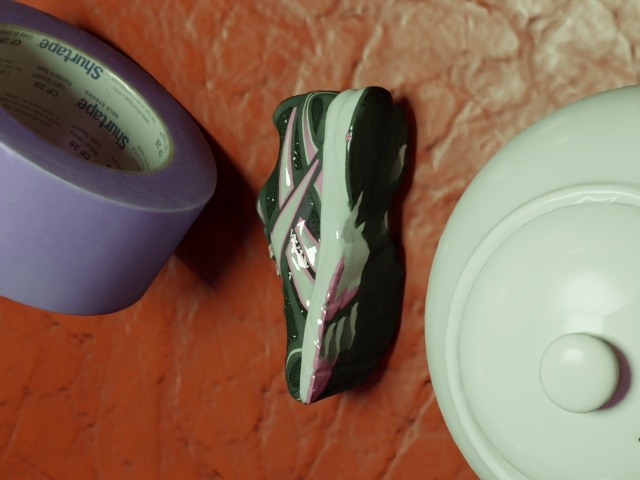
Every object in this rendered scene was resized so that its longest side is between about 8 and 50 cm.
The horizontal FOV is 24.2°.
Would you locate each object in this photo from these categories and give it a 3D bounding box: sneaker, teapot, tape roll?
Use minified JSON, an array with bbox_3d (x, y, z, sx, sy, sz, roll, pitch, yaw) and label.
[{"bbox_3d":[0.000,0.000,0.838,0.077,0.072,0.178,12,95,39],"label":"sneaker"},{"bbox_3d":[0.145,0.051,0.690,0.252,0.187,0.256,-24,87,29],"label":"teapot"},{"bbox_3d":[-0.157,-0.050,0.838,0.189,0.189,0.080,45,115,16],"label":"tape roll"}]
